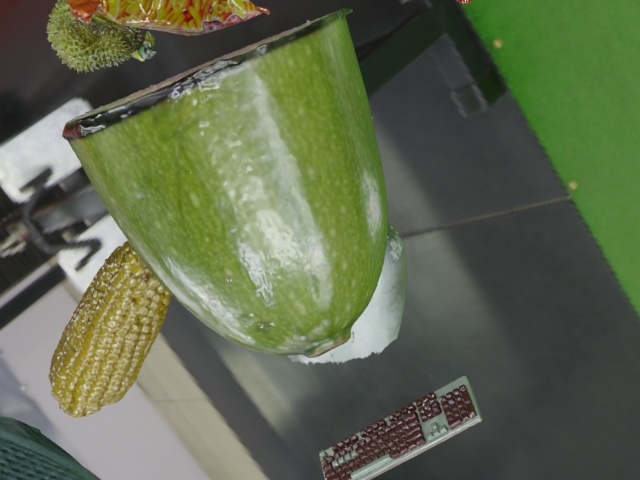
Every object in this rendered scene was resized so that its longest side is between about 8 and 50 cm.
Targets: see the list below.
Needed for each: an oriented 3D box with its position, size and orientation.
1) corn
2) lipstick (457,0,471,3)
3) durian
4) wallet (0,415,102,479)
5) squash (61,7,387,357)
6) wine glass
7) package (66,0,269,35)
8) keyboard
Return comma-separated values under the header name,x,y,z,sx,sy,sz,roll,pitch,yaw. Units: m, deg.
name,x,y,z,sx,sy,sz,roll,pitch,yaw
corn,-0.274,0.119,1.341,0.119,0.119,0.322,40,127,10
lipstick,0.257,-0.584,1.914,0.068,0.061,0.274,34,139,56
durian,-0.417,-0.399,1.904,0.146,0.198,0.159,7,111,47
wallet,-0.294,0.179,0.761,0.342,0.075,0.237,22,-176,-46
squash,-0.056,-0.039,1.038,0.310,0.310,0.309,-7,111,50
wine glass,0.000,0.000,1.437,0.238,0.238,0.323,3,106,45
package,-0.246,-0.359,1.472,0.223,0.288,0.108,29,114,52
keyboard,0.071,0.182,0.958,0.166,0.055,0.017,-31,128,15
